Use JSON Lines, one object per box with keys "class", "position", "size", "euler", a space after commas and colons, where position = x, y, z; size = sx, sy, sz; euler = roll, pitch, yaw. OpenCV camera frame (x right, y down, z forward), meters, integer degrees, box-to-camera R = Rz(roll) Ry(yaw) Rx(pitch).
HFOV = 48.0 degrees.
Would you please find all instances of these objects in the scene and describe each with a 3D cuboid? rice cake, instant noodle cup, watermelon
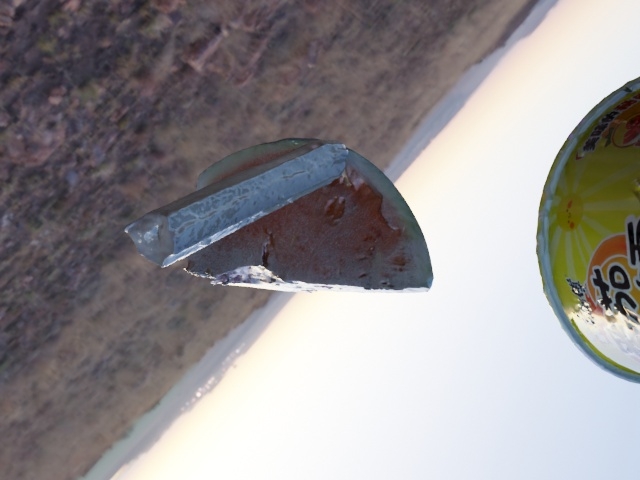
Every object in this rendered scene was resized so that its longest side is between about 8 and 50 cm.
{"class": "rice cake", "position": [-0.071, -0.046, 0.708], "size": [0.256, 0.057, 0.052], "euler": [-30, 127, -42]}
{"class": "instant noodle cup", "position": [0.310, 0.002, 0.493], "size": [0.264, 0.264, 0.200], "euler": [-48, -167, -3]}
{"class": "watermelon", "position": [0.000, 0.000, 0.872], "size": [0.180, 0.305, 0.224], "euler": [-63, 148, -47]}
